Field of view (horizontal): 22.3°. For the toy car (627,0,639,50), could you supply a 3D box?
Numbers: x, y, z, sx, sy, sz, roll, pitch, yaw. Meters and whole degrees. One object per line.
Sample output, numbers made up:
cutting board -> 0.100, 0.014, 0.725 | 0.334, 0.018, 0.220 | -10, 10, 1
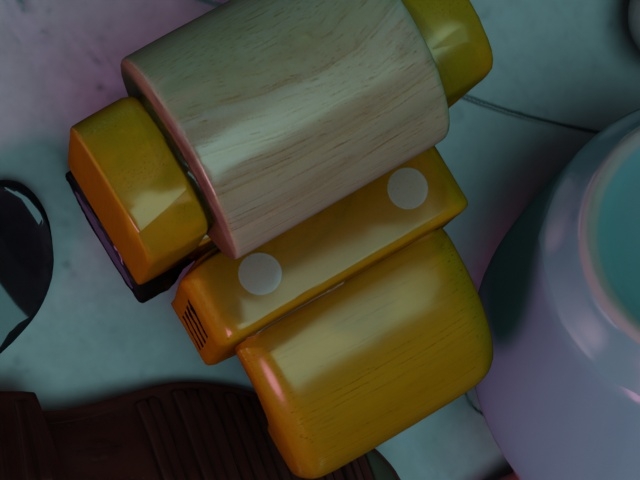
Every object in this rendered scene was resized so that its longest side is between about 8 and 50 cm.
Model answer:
toy car -> 0.268, -0.209, 1.074 | 0.182, 0.159, 0.136 | 52, 46, -20

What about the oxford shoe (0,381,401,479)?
oxford shoe -> -0.116, 0.174, 1.043 | 0.348, 0.123, 0.130 | 7, 124, -20

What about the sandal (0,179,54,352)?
sandal -> -0.259, 0.068, 0.986 | 0.254, 0.054, 0.097 | -43, 110, -6

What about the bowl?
bowl -> 0.245, 0.033, 0.998 | 0.311, 0.163, 0.312 | -3, 63, 6

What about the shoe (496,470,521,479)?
shoe -> 0.179, 0.236, 1.160 | 0.081, 0.063, 0.178 | -30, 104, -5

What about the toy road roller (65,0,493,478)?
toy road roller -> 0.000, 0.000, 0.918 | 0.202, 0.329, 0.241 | -30, 86, -11
